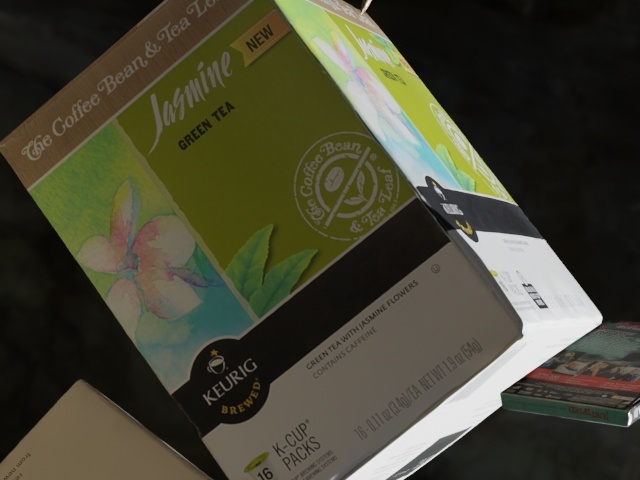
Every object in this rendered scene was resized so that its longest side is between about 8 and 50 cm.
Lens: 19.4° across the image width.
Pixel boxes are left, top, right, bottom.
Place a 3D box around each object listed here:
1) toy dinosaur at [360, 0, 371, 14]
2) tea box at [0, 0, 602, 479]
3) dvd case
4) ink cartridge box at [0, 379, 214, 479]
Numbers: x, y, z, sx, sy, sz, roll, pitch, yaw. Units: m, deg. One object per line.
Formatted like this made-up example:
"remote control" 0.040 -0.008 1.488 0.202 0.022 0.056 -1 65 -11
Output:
"toy dinosaur" 0.012 -0.194 0.585 0.112 0.064 0.211 120 -49 -73
"tea box" 0.000 0.000 1.331 0.220 0.323 0.329 -40 169 12
"dvd case" 0.174 0.075 1.095 0.087 0.119 0.013 4 -67 40
"ink cartridge box" -0.043 0.130 0.583 0.090 0.143 0.092 -48 151 -16
